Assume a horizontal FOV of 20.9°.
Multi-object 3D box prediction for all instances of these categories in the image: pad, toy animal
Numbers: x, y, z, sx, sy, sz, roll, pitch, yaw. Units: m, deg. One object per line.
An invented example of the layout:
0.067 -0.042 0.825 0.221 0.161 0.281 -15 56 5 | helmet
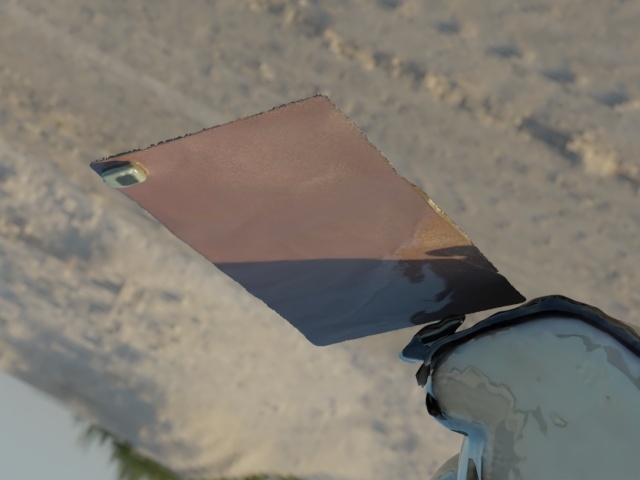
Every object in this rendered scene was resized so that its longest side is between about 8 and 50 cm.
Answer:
0.000 0.000 0.747 0.113 0.006 0.188 -15 146 26 | pad
0.154 0.129 0.876 0.183 0.247 0.310 54 -169 22 | toy animal
